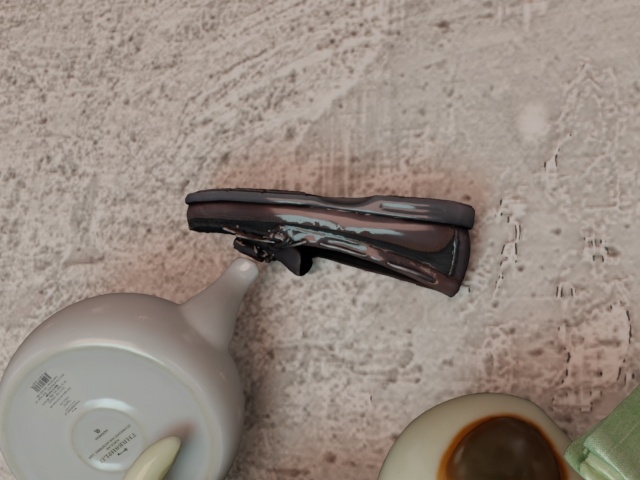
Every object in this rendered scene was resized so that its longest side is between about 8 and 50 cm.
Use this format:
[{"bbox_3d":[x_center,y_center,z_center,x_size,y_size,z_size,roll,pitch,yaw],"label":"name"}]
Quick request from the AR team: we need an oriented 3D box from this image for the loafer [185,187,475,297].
[{"bbox_3d":[0.000,0.000,0.905,0.303,0.109,0.095,3,88,17],"label":"loafer"}]

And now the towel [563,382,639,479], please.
[{"bbox_3d":[0.363,0.231,0.687,0.325,0.248,0.038,48,135,20],"label":"towel"}]

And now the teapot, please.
[{"bbox_3d":[-0.191,0.155,0.915,0.256,0.187,0.252,0,111,3],"label":"teapot"}]

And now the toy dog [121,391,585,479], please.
[{"bbox_3d":[0.054,0.293,0.768,0.408,0.284,0.395,-34,69,8],"label":"toy dog"}]
